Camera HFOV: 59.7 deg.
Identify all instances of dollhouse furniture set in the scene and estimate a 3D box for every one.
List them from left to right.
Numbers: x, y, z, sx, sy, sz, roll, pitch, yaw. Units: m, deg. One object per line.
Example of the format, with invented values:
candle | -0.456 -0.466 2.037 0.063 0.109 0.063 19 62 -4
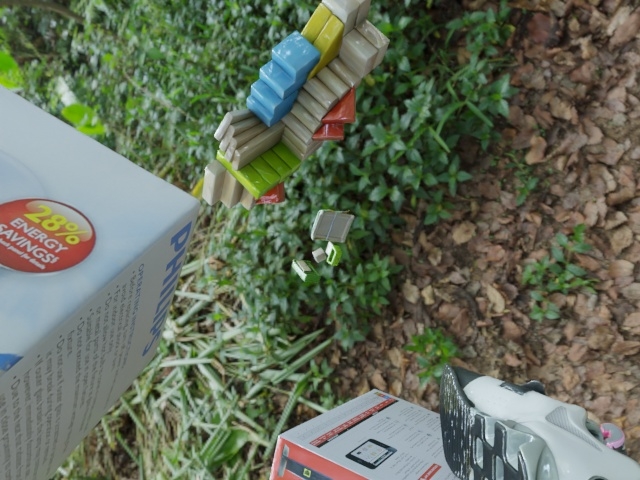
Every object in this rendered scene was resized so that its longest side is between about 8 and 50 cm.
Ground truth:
dollhouse furniture set | 0.000 0.000 1.036 0.058 0.076 0.152 48 125 51

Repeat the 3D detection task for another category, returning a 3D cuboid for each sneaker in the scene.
sneaker | 0.231 0.227 0.642 0.330 0.146 0.123 -140 50 -83
sneaker | 0.351 0.289 0.747 0.119 0.057 0.047 -24 23 24

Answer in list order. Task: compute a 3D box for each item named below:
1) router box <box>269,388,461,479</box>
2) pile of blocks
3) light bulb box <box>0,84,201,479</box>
router box | 0.139 0.348 0.853 0.301 0.335 0.082 15 95 30
pile of blocks | -0.034 -0.149 0.723 0.112 0.149 0.362 44 126 9
light bulb box | -0.337 0.045 0.368 0.357 0.361 0.225 31 129 3
